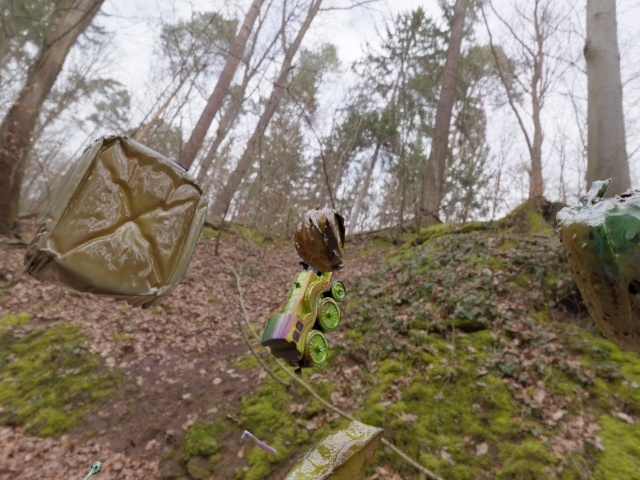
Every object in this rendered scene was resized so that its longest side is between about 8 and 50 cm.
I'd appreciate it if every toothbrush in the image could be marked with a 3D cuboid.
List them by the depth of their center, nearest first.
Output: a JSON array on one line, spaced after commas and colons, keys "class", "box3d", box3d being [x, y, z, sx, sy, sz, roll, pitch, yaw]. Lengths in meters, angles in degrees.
[{"class": "toothbrush", "box3d": [-0.183, 0.618, 1.246, 0.020, 0.025, 0.287, 30, -24, 31]}]

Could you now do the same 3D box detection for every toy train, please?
[{"class": "toy train", "box3d": [-0.030, 0.168, 1.001, 0.100, 0.297, 0.161, -18, -55, 35]}]

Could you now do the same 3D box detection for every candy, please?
[{"class": "candy", "box3d": [-0.447, 0.455, 0.786, 0.025, 0.023, 0.083, -17, 9, 9]}]

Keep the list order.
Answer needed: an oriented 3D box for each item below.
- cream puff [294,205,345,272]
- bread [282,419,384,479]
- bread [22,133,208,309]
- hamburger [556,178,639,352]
[{"class": "cream puff", "box3d": [0.000, 0.000, 0.824, 0.104, 0.119, 0.133, -6, -60, 10]}, {"class": "bread", "box3d": [0.014, 0.425, 0.757, 0.232, 0.088, 0.161, -11, -44, -38]}, {"class": "bread", "box3d": [-0.275, -0.019, 0.582, 0.192, 0.210, 0.109, 27, -25, -35]}, {"class": "hamburger", "box3d": [0.474, 0.042, 0.609, 0.167, 0.289, 0.192, -25, -7, 38]}]
